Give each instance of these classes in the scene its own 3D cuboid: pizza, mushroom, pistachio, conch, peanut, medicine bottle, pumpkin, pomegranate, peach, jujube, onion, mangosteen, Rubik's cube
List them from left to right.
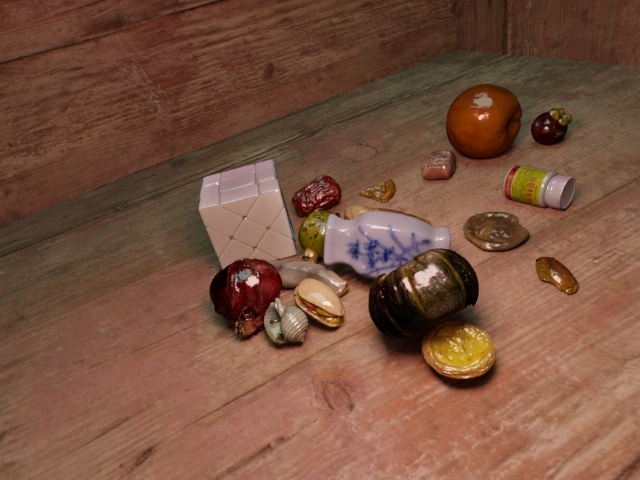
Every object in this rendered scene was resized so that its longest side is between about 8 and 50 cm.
[{"bbox_3d":[-0.266,0.172,1.489,0.281,0.280,0.221,18,2,41],"label":"onion"},{"bbox_3d":[-0.294,-0.104,1.807,0.319,0.321,0.315,-15,32,-2],"label":"Rubik's cube"},{"bbox_3d":[-0.104,0.265,1.377,0.135,0.102,0.153,-47,42,6],"label":"conch"},{"bbox_3d":[-0.061,0.127,1.561,0.352,0.097,0.109,9,70,28],"label":"mushroom"},{"bbox_3d":[-0.018,-0.201,2.002,0.230,0.155,0.155,-28,34,-2],"label":"jujube"},{"bbox_3d":[0.001,0.196,1.415,0.201,0.117,0.145,25,15,33],"label":"pistachio"},{"bbox_3d":[0.010,0.007,1.662,0.199,0.198,0.245,-5,70,15],"label":"pomegranate"},{"bbox_3d":[0.194,-0.063,1.672,0.197,0.233,0.110,19,78,22],"label":"peanut"},{"bbox_3d":[0.265,-0.236,2.035,0.176,0.036,0.184,6,38,30],"label":"pizza"},{"bbox_3d":[0.280,0.146,1.227,0.321,0.320,0.192,-24,77,-14],"label":"pumpkin"},{"bbox_3d":[0.747,-0.556,2.042,0.343,0.342,0.302,-36,41,-29],"label":"peach"},{"bbox_3d":[0.825,-0.203,1.662,0.139,0.139,0.226,-34,38,-27],"label":"medicine bottle"},{"bbox_3d":[1.069,-0.532,2.021,0.166,0.180,0.166,9,53,-11],"label":"mangosteen"},{"bbox_3d":[0.716,0.096,1.342,0.090,0.049,0.172,-16,33,0],"label":"pistachio"}]

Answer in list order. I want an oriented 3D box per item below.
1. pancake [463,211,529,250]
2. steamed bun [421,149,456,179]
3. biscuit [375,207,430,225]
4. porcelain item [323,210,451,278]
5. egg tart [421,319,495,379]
[{"bbox_3d":[0.633,-0.041,1.587,0.223,0.042,0.236,1,37,20],"label":"pancake"},{"bbox_3d":[0.544,-0.351,2.029,0.145,0.106,0.175,5,40,28],"label":"steamed bun"},{"bbox_3d":[0.321,-0.096,1.733,0.166,0.036,0.226,2,15,-39],"label":"biscuit"},{"bbox_3d":[0.219,0.022,1.475,0.406,0.242,0.178,6,15,10],"label":"porcelain item"},{"bbox_3d":[0.364,0.298,1.160,0.192,0.074,0.191,-10,34,7],"label":"egg tart"}]
